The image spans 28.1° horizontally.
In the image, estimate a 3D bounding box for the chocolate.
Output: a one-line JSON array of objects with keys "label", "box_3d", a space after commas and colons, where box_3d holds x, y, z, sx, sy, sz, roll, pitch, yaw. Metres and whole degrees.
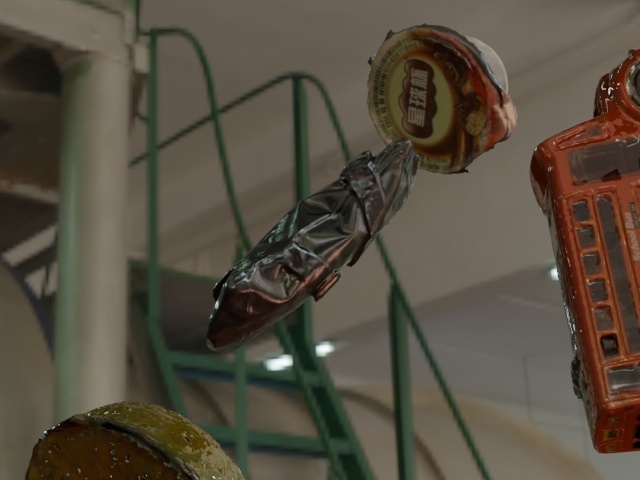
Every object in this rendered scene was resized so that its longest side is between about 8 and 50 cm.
[{"label": "chocolate", "box_3d": [0.185, -0.205, 1.722, 0.147, 0.221, 0.221, -29, 3, -43]}]

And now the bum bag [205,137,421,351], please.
[{"label": "bum bag", "box_3d": [0.000, 0.000, 1.396, 0.340, 0.095, 0.144, -40, -13, -24]}]

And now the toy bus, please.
[{"label": "toy bus", "box_3d": [0.264, 0.004, 1.072, 0.153, 0.329, 0.143, -9, -26, 7]}]

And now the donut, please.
[{"label": "donut", "box_3d": [-0.179, 0.284, 1.338, 0.272, 0.272, 0.107, -16, 10, 34]}]
